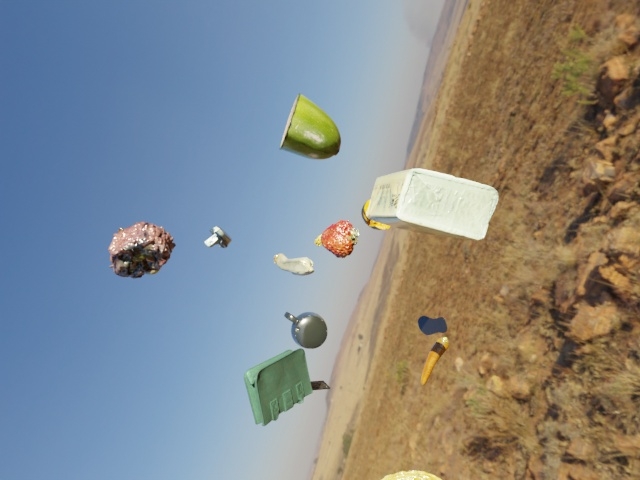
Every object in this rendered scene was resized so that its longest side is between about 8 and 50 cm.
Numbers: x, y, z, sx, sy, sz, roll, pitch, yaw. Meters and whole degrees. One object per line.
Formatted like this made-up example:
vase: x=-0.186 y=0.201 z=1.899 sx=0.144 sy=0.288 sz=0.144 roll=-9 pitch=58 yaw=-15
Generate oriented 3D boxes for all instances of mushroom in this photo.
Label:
mushroom: x=-0.134 y=0.115 z=1.982 sx=0.099 sy=0.277 sz=0.096 roll=42 pitch=-115 yaw=-40

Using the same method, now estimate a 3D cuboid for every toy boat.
toy boat: x=-0.568 y=-0.003 z=2.248 sx=0.115 sy=0.114 sz=0.262 roll=-43 pitch=-9 yaw=-5

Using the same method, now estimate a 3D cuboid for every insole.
insole: x=0.479 y=0.366 z=1.749 sx=0.253 sy=0.005 sz=0.086 roll=139 pitch=123 yaw=-73

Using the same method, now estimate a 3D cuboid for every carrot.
carrot: x=0.527 y=0.558 z=1.905 sx=0.062 sy=0.066 sz=0.271 roll=-1 pitch=-59 yaw=-48

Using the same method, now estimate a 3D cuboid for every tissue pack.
tissue pack: x=0.387 y=-0.130 z=1.516 sx=0.405 sy=0.331 sz=0.206 roll=-159 pitch=83 yaw=-81

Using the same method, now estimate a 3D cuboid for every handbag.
handbag: x=-0.175 y=0.624 z=1.765 sx=0.326 sy=0.089 sz=0.239 roll=-11 pitch=-90 yaw=-53

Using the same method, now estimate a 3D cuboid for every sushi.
sushi: x=-0.795 y=0.055 z=1.825 sx=0.171 sy=0.269 sz=0.237 roll=-107 pitch=-3 yaw=-52

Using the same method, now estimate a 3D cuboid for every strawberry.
strawberry: x=0.063 y=-0.005 z=1.810 sx=0.236 sy=0.106 sz=0.175 roll=-21 pitch=73 yaw=56

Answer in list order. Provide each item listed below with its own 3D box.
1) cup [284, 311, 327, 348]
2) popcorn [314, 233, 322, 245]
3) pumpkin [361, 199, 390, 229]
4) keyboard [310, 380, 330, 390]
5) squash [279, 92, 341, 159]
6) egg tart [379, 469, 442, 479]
cup: x=-0.071 y=0.400 z=1.858 sx=0.169 sy=0.223 sz=0.176 roll=-57 pitch=2 yaw=-9
popcorn: x=0.000 y=0.000 z=2.521 sx=0.083 sy=0.057 sz=0.082 roll=-20 pitch=21 yaw=52
pumpkin: x=0.287 y=-0.129 z=2.172 sx=0.119 sy=0.183 sz=0.107 roll=-48 pitch=10 yaw=-22
keyboard: x=-0.028 y=0.725 z=2.030 sx=0.204 sy=0.061 sz=0.013 roll=22 pitch=-81 yaw=-51
squash: x=-0.025 y=-0.571 z=2.133 sx=0.310 sy=0.308 sz=0.311 roll=-162 pitch=90 yaw=-80
egg tart: x=0.323 y=0.998 z=1.385 sx=0.169 sy=0.387 sz=0.388 roll=76 pitch=-151 yaw=-50
